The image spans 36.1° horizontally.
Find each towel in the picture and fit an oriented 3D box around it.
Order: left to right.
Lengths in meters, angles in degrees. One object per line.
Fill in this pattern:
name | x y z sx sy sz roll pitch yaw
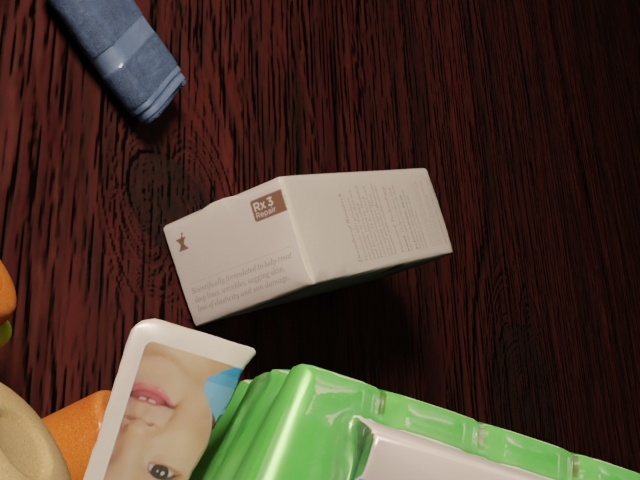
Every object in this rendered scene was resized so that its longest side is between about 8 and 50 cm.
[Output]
towel | -0.149 -0.145 0.711 0.119 0.029 0.067 56 35 -23

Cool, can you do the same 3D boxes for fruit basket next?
fruit basket | 0.022 0.245 0.429 0.327 0.165 0.353 21 65 -15

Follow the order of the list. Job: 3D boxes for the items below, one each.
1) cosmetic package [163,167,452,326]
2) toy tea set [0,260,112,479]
cosmetic package | 0.000 0.000 0.777 0.231 0.117 0.086 -13 83 -57
toy tea set | -0.216 0.067 0.460 0.336 0.124 0.200 53 7 -21
